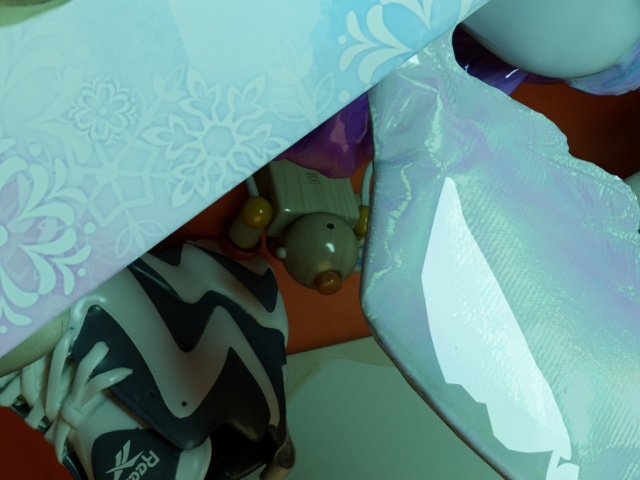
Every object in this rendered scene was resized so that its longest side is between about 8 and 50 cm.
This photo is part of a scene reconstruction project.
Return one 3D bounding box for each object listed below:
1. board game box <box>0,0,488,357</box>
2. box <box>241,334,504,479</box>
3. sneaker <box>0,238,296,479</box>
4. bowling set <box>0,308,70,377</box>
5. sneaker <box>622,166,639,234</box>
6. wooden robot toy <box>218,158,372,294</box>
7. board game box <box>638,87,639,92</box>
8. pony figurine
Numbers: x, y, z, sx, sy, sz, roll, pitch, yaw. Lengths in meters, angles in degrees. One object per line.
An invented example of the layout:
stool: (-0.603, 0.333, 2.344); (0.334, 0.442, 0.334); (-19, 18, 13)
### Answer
board game box: (-0.090, -0.156, 0.441); (0.318, 0.066, 0.318); (-37, 111, -9)
box: (0.054, 0.134, 1.028); (0.311, 0.121, 0.148); (-12, 140, -9)
sneaker: (-0.112, 0.069, 0.862); (0.235, 0.153, 0.094); (13, 130, -33)
bowling set: (-0.193, 0.030, 0.769); (0.154, 0.200, 0.287); (-31, 98, 32)
sneaker: (0.261, -0.014, 0.887); (0.275, 0.110, 0.107); (-31, 139, 13)
wooden robot toy: (0.000, 0.000, 0.885); (0.173, 0.079, 0.076); (4, 136, -25)
board game box: (0.267, -0.047, 0.969); (0.160, 0.039, 0.211); (-26, 141, 9)
pony figurine: (0.076, -0.101, 0.690); (0.351, 0.303, 0.363); (31, 130, -6)
